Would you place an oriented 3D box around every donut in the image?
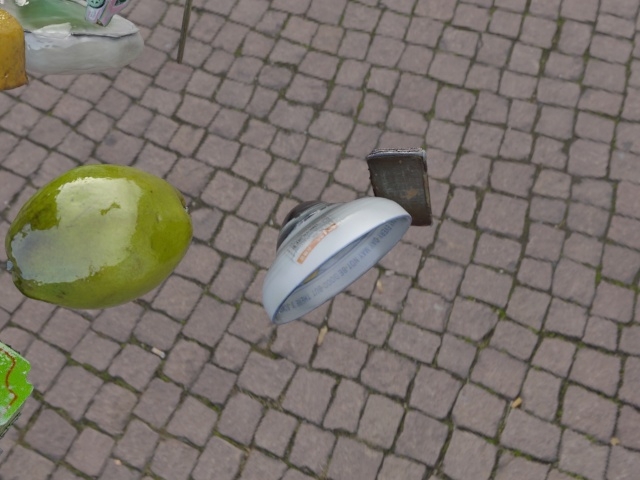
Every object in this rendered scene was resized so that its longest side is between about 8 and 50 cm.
[{"bbox_3d":[-0.593,-0.319,1.086,0.277,0.109,0.278,20,25,-10],"label":"donut"}]

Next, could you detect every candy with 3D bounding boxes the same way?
[{"bbox_3d":[-0.697,-0.560,1.910,0.426,0.186,0.386,-11,40,-38],"label":"candy"}]

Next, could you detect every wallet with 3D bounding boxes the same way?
[{"bbox_3d":[0.170,-0.109,1.456,0.121,0.232,0.031,2,54,16],"label":"wallet"}]

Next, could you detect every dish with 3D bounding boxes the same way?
[{"bbox_3d":[0.000,0.000,1.102,0.273,0.273,0.134,-33,75,-12],"label":"dish"}]

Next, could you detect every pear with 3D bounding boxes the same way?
[{"bbox_3d":[-0.316,-0.006,1.005,0.269,0.212,0.212,-18,63,-24],"label":"pear"}]

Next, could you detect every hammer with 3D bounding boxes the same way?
[{"bbox_3d":[-0.216,-0.361,1.119,0.017,0.182,0.062,17,45,-6],"label":"hammer"}]

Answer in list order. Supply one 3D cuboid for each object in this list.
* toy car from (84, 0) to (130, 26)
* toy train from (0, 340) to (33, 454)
[{"bbox_3d":[-0.364,-0.498,1.275,0.076,0.224,0.090,27,24,-18],"label":"toy car"},{"bbox_3d":[-0.656,0.261,1.190,0.307,0.173,0.249,36,48,-5],"label":"toy train"}]
